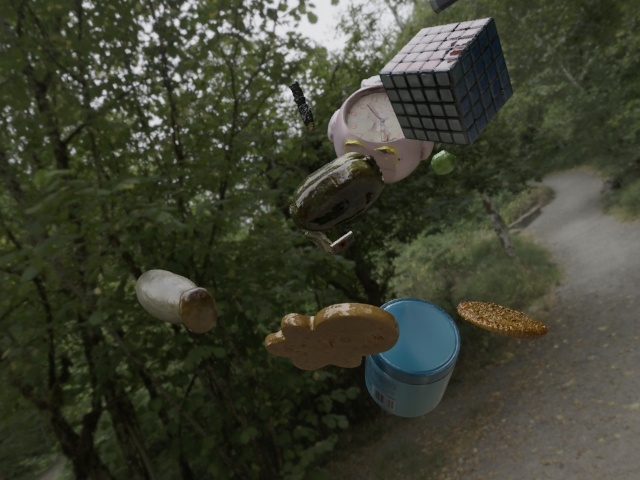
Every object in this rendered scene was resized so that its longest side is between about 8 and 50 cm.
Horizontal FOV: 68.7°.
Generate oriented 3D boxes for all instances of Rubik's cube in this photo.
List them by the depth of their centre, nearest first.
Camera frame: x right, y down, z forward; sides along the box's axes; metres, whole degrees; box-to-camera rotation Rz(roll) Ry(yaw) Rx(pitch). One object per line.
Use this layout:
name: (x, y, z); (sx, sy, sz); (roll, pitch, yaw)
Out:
Rubik's cube: (0.344, -0.424, 1.274); (0.237, 0.237, 0.238); (-48, 38, -19)

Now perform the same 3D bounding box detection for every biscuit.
biscuit: (0.030, 0.241, 1.179); (0.355, 0.275, 0.052); (-30, 39, 35)
biscuit: (0.515, 0.220, 1.332); (0.253, 0.035, 0.254); (12, 10, -2)

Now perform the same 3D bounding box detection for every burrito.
burrito: (0.000, 0.000, 1.551); (0.041, 0.149, 0.055); (-40, 34, 17)

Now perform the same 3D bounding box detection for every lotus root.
lotus root: (0.040, -0.117, 1.246); (0.274, 0.152, 0.160); (-30, -48, 22)

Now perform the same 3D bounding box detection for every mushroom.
mushroom: (-0.369, 0.148, 1.183); (0.128, 0.128, 0.350); (-25, 20, -35)

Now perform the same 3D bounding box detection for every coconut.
coconut: (0.467, -0.294, 1.764); (0.096, 0.088, 0.088); (-22, -4, 16)

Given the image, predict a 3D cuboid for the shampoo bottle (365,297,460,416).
shampoo bottle: (0.335, 0.451, 1.782); (0.331, 0.331, 0.343); (-27, -39, -23)

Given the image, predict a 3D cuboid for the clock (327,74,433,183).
clock: (0.222, -0.394, 1.652); (0.251, 0.368, 0.377); (80, -154, -61)

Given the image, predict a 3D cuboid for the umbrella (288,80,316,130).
umbrella: (-0.050, -0.380, 1.329); (0.037, 0.144, 0.040); (-24, 2, -14)

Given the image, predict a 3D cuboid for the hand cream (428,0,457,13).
hand cream: (0.370, -0.636, 1.112); (0.048, 0.079, 0.255); (-40, 13, -37)

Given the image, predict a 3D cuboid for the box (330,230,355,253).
box: (0.073, 0.008, 1.525); (0.083, 0.012, 0.046); (-35, -36, -9)
